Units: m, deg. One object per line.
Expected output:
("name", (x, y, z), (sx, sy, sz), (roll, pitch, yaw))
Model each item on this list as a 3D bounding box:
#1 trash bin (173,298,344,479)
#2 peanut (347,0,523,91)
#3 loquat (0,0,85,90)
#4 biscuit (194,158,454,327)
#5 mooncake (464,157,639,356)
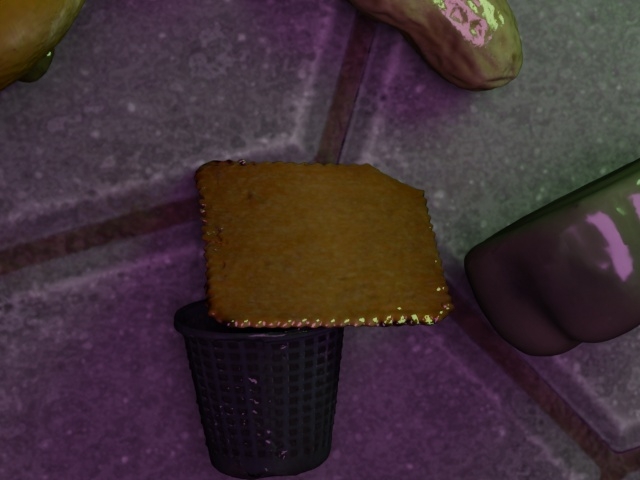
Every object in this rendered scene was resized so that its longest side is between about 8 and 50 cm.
("trash bin", (-0.050, 0.143, 1.485), (0.175, 0.175, 0.161), (-6, 103, -9))
("peanut", (0.101, -0.246, 1.514), (0.257, 0.123, 0.123), (45, 84, -8))
("loquat", (-0.348, -0.261, 1.365), (0.328, 0.359, 0.328), (-11, 56, 17))
("biscuit", (0.000, 0.000, 1.477), (0.237, 0.232, 0.013), (0, 134, -10))
("mooncake", (0.278, 0.008, 1.478), (0.275, 0.275, 0.135), (-30, 92, -7))
